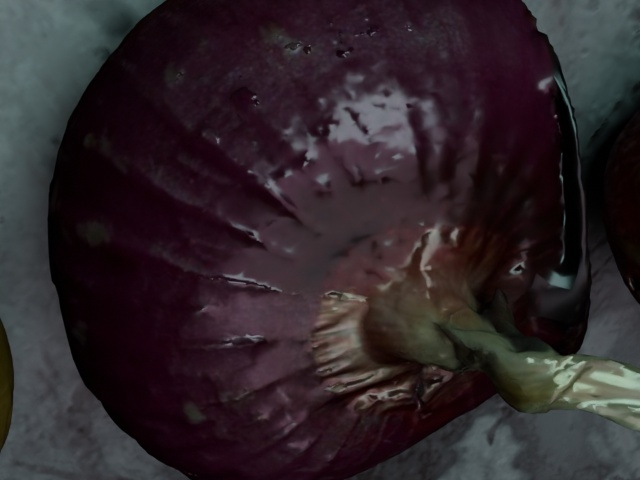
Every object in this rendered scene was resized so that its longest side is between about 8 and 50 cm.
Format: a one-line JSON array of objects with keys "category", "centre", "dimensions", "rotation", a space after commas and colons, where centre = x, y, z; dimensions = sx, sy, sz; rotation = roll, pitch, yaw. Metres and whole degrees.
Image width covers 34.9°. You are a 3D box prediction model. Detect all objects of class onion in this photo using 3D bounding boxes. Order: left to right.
[{"category": "onion", "centre": [-0.017, -0.009, 0.501], "dimensions": [0.230, 0.272, 0.256], "rotation": [-13, 87, -11]}]

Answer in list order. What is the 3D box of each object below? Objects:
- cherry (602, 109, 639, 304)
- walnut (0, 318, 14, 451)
[{"category": "cherry", "centre": [0.294, -0.018, 0.661], "dimensions": [0.249, 0.192, 0.175], "rotation": [9, 156, -41]}, {"category": "walnut", "centre": [-0.249, 0.090, 0.481], "dimensions": [0.193, 0.193, 0.226], "rotation": [18, 109, -31]}]
